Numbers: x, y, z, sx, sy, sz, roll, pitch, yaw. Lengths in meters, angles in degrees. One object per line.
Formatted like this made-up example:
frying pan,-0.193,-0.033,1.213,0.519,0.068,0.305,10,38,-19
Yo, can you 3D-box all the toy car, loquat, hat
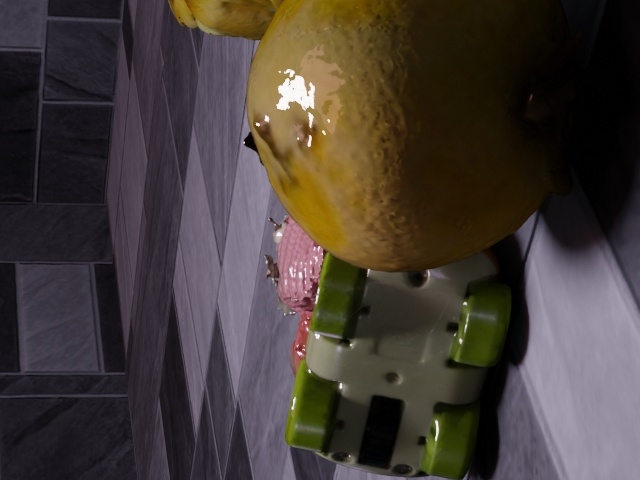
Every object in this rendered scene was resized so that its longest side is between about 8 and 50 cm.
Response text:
toy car,0.065,0.054,1.342,0.235,0.145,0.235,11,-90,-90
loquat,0.069,-0.095,1.124,0.244,0.243,0.244,-179,90,-77
hat,0.000,0.000,1.645,0.237,0.107,0.286,112,162,-82

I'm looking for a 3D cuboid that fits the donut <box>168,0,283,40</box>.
donut,-0.106,-0.420,2.004,0.360,0.170,0.360,180,90,-75
